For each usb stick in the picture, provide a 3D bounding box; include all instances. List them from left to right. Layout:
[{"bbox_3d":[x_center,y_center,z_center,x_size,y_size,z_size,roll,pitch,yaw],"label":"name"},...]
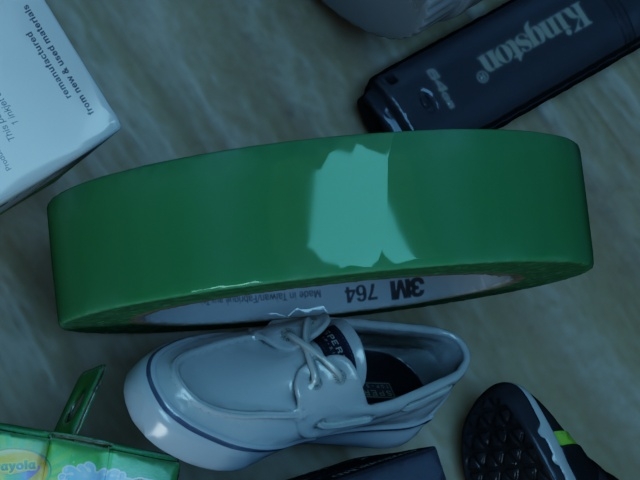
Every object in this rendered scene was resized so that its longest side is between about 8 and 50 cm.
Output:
[{"bbox_3d":[0.153,-0.138,1.405,0.278,0.045,0.077,-30,93,-19],"label":"usb stick"}]

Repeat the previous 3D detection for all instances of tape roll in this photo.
[{"bbox_3d":[0.000,0.000,1.189,0.321,0.321,0.077,-3,83,-18],"label":"tape roll"}]

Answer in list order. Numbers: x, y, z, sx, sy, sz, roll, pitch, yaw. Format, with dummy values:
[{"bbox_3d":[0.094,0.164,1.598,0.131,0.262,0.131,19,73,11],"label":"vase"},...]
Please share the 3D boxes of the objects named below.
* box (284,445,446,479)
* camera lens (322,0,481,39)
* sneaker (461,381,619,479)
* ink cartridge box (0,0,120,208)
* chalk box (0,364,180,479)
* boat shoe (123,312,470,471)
[{"bbox_3d":[-0.008,0.197,1.243,0.156,0.158,0.093,-16,87,-20],"label":"box"},{"bbox_3d":[0.100,-0.291,1.318,0.274,0.219,0.219,-40,95,-19],"label":"camera lens"},{"bbox_3d":[0.183,0.193,1.363,0.097,0.084,0.234,-33,94,-43],"label":"sneaker"},{"bbox_3d":[-0.276,-0.030,1.168,0.273,0.198,0.114,-33,94,-19],"label":"ink cartridge box"},{"bbox_3d":[-0.170,0.179,1.208,0.132,0.132,0.213,12,77,-16],"label":"chalk box"},{"bbox_3d":[-0.009,0.081,1.245,0.258,0.084,0.095,-3,55,-48],"label":"boat shoe"}]
